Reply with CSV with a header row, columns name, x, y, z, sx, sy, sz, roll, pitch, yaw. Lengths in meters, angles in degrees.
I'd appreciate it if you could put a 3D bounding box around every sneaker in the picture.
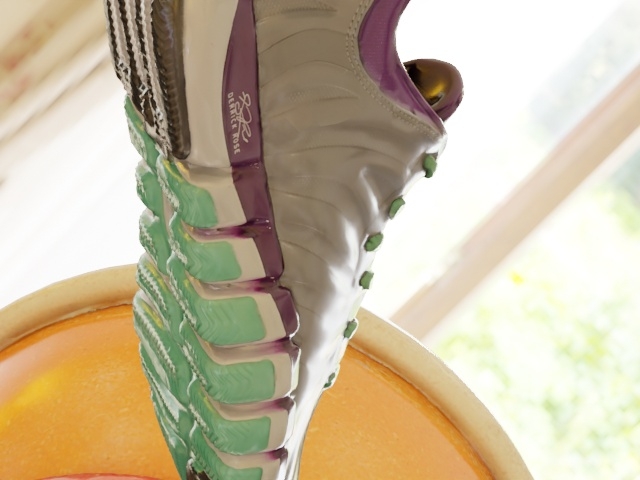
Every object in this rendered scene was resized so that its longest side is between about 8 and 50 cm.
name,x,y,z,sx,sy,sz,roll,pitch,yaw
sneaker,0.000,0.000,0.555,0.083,0.098,0.224,-124,-155,-46

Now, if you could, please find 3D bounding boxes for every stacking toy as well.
name,x,y,z,sx,sy,sz,roll,pitch,yaw
stacking toy,-0.090,0.240,0.775,0.350,0.350,0.480,44,22,-7
